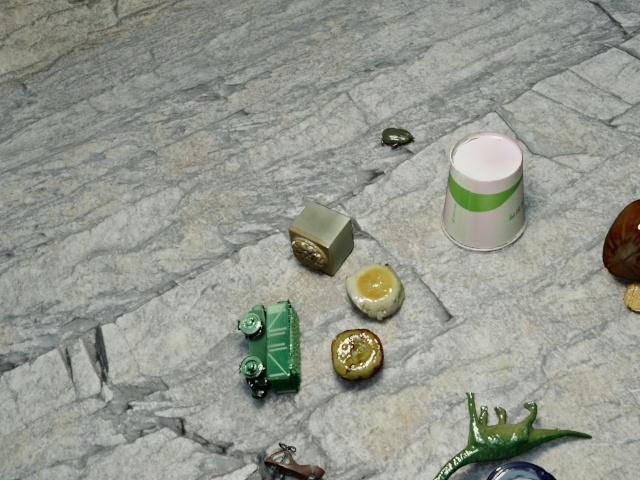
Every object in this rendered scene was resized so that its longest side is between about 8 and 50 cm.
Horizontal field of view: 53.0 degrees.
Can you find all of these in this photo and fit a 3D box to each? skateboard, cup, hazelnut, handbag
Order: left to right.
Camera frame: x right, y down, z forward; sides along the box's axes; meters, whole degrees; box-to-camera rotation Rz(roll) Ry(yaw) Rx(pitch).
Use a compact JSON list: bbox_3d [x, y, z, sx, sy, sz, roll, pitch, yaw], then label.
[{"bbox_3d":[-0.061,0.539,1.542,0.151,0.067,0.080,10,48,22],"label":"skateboard"},{"bbox_3d":[0.255,-0.340,2.123,0.111,0.047,0.072,4,50,14],"label":"handbag"},{"bbox_3d":[0.460,-0.143,1.798,0.253,0.274,0.253,-5,53,7],"label":"cup"},{"bbox_3d":[0.438,0.581,1.289,0.254,0.256,0.178,23,61,23],"label":"cup"},{"bbox_3d":[0.830,0.003,1.640,0.229,0.229,0.230,-5,54,7],"label":"hazelnut"}]

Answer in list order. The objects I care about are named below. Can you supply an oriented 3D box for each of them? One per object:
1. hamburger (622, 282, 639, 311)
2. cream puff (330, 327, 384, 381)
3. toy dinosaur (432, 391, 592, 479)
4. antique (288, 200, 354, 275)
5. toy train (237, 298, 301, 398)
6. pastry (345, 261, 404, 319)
[{"bbox_3d":[0.826,0.147,1.653,0.083,0.044,0.076,20,96,25],"label":"hamburger"},{"bbox_3d":[0.095,0.301,1.666,0.148,0.084,0.149,-7,56,10],"label":"cream puff"},{"bbox_3d":[0.394,0.498,1.442,0.446,0.087,0.301,7,47,8],"label":"toy dinosaur"},{"bbox_3d":[0.000,0.000,1.861,0.146,0.152,0.148,24,59,23],"label":"antique"},{"bbox_3d":[-0.134,0.284,1.703,0.154,0.115,0.270,-11,52,10],"label":"toy train"},{"bbox_3d":[0.152,0.138,1.771,0.165,0.088,0.166,-6,52,7],"label":"pastry"}]
